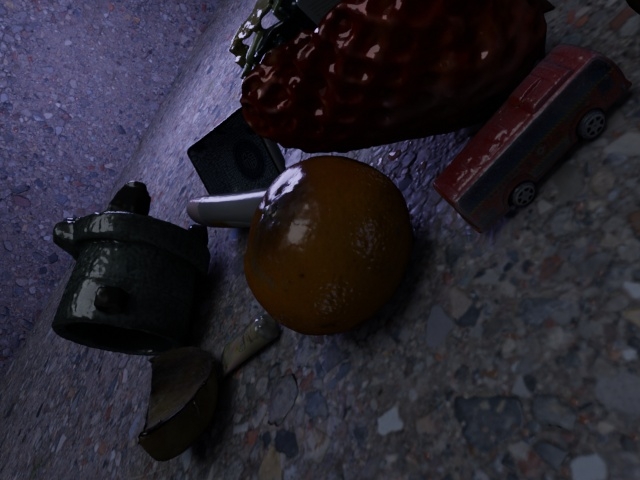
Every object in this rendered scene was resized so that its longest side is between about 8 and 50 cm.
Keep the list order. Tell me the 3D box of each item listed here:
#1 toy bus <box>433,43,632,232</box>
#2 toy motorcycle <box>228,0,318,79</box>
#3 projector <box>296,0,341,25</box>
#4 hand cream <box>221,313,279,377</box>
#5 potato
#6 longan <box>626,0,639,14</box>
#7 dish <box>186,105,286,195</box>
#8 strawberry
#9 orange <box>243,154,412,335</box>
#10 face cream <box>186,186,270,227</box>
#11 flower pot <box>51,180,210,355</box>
[{"bbox_3d":[0.200,-0.098,0.441,0.192,0.077,0.065,-50,35,15],"label":"toy bus"},{"bbox_3d":[-0.083,-0.560,1.124,0.237,0.168,0.410,16,77,58],"label":"toy motorcycle"},{"bbox_3d":[0.106,-0.391,0.703,0.256,0.192,0.099,4,68,55],"label":"projector"},{"bbox_3d":[-0.117,0.159,0.700,0.143,0.039,0.061,-41,38,33],"label":"hand cream"},{"bbox_3d":[-0.207,0.257,0.718,0.120,0.100,0.261,-22,14,-12],"label":"potato"},{"bbox_3d":[0.320,-0.258,0.340,0.189,0.189,0.189,-34,40,34],"label":"longan"},{"bbox_3d":[-0.158,-0.161,0.947,0.243,0.182,0.080,-18,12,45],"label":"dish"},{"bbox_3d":[0.080,-0.176,0.517,0.336,0.149,0.265,-20,5,10],"label":"strawberry"},{"bbox_3d":[0.000,0.000,0.545,0.224,0.170,0.224,-32,40,32],"label":"orange"},{"bbox_3d":[-0.147,-0.059,0.851,0.269,0.107,0.073,3,85,48],"label":"face cream"},{"bbox_3d":[-0.377,0.058,0.889,0.299,0.299,0.283,-23,51,43],"label":"flower pot"}]
